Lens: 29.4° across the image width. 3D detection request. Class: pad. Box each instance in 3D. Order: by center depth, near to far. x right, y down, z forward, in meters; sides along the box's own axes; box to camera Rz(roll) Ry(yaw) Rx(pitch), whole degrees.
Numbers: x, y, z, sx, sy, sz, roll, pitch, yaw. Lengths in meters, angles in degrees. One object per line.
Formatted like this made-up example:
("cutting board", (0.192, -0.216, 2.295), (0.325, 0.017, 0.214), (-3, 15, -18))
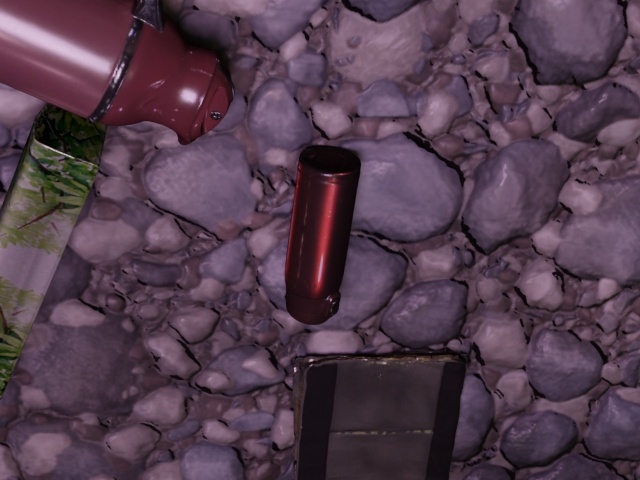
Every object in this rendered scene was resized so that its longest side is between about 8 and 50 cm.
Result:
("pad", (0.057, 0.210, 1.255), (0.174, 0.022, 0.233), (-3, 122, -6))

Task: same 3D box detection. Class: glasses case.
("glasses case", (-0.263, 0.017, 1.061), (0.062, 0.095, 0.272), (21, 115, -16))

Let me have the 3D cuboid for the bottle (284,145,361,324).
("bottle", (0.000, 0.000, 1.102), (0.060, 0.060, 0.164), (3, 120, -9))

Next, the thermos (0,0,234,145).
("thermos", (-0.215, -0.180, 0.944), (0.330, 0.109, 0.136), (23, 102, -18))
